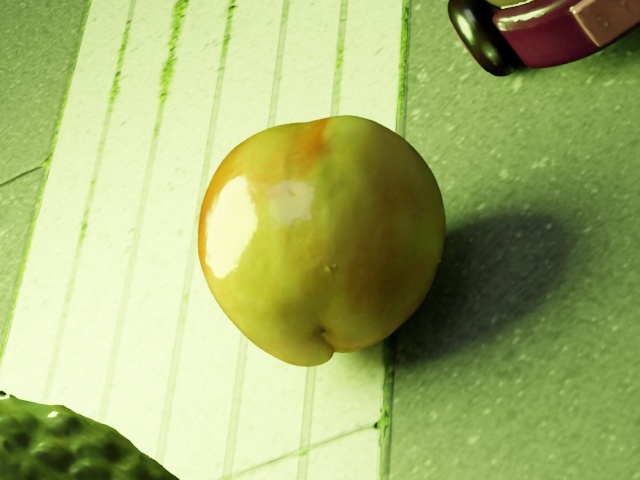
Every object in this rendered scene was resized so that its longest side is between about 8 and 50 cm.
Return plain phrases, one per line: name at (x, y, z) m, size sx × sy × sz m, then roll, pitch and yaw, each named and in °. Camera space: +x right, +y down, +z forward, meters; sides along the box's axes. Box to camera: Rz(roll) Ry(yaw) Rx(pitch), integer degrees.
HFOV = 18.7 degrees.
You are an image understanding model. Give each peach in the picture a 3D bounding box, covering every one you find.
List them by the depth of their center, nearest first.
peach at (0.000, 0.000, 1.382) m, size 0.184 × 0.184 × 0.184 m, roll -25°, pitch 37°, yaw 21°

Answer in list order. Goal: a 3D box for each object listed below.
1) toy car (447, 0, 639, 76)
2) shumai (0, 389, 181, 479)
toy car at (0.171, -0.309, 1.506) m, size 0.271 × 0.240 × 0.340 m, roll -34°, pitch 31°, yaw 12°
shumai at (-0.195, 0.295, 1.174) m, size 0.288 × 0.292 × 0.330 m, roll -57°, pitch 9°, yaw 37°
